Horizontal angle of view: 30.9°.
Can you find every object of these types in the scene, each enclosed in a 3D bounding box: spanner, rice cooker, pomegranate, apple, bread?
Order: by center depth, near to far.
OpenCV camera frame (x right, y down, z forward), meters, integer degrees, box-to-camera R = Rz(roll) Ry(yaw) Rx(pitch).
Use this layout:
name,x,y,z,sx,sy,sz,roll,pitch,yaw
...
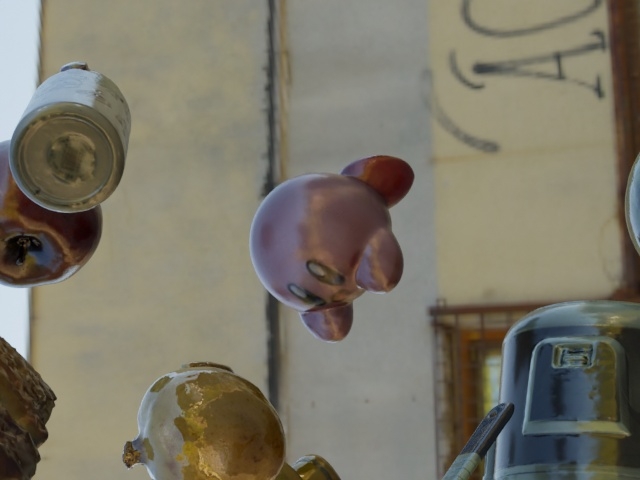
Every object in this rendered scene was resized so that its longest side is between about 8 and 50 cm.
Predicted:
name,x,y,z,sx,sy,sz,roll,pitch,yaw
spanner,0.130,0.275,1.262,0.024,0.087,0.316,52,-133,-7
pomegranate,-0.145,0.238,1.391,0.196,0.196,0.196,-4,-90,-73
rice cooker,0.390,0.270,1.585,0.335,0.335,0.325,51,-136,-62
apple,-0.450,-0.042,1.748,0.234,0.233,0.234,-4,-90,-73
bread,-0.179,0.227,1.862,0.106,0.053,0.072,16,-140,-51

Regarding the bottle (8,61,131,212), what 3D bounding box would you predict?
name,x,y,z,sx,sy,sz,roll,pitch,yaw
bottle,-0.267,-0.124,1.267,0.253,0.120,0.120,-109,7,-67

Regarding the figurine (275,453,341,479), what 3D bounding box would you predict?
name,x,y,z,sx,sy,sz,roll,pitch,yaw
figurine,-0.071,0.383,1.674,0.192,0.167,0.256,48,-144,17

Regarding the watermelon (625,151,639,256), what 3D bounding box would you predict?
name,x,y,z,sx,sy,sz,roll,pitch,yaw
watermelon,0.588,-0.019,1.664,0.189,0.330,0.331,-59,-38,-52

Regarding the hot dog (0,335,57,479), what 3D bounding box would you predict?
name,x,y,z,sx,sy,sz,roll,pitch,yaw
hot dog,-0.398,0.074,0.903,0.365,0.196,0.367,55,179,-13

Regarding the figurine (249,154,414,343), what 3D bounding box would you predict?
name,x,y,z,sx,sy,sz,roll,pitch,yaw
figurine,-0.004,-0.007,1.790,0.211,0.270,0.261,30,-145,-21
